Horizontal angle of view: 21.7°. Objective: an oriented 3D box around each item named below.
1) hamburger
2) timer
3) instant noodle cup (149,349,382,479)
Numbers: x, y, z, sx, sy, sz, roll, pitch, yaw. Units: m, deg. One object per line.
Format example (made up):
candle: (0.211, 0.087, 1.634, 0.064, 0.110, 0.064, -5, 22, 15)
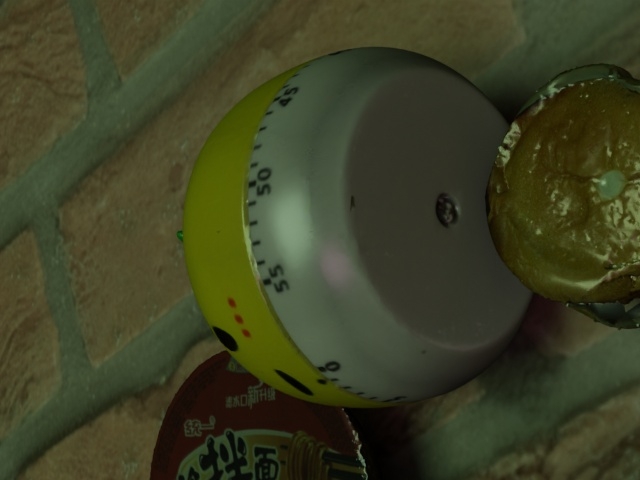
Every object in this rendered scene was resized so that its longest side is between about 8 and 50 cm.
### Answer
hamburger: (0.206, -0.037, 1.146, 0.177, 0.113, 0.185, -34, 56, 41)
timer: (0.000, 0.000, 1.250, 0.285, 0.285, 0.285, -4, 84, 46)
instant noodle cup: (-0.024, 0.218, 1.381, 0.274, 0.091, 0.274, -3, 85, 46)
